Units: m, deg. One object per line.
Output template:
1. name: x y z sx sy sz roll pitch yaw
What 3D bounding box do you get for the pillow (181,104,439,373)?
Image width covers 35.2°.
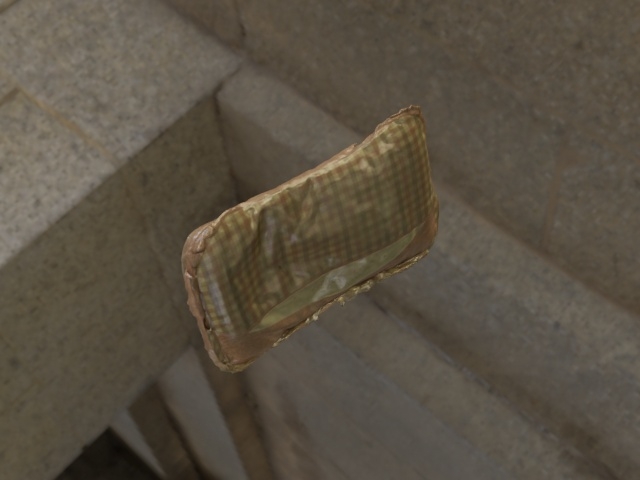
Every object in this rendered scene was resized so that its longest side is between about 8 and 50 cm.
1. pillow: 0.000 0.002 0.703 0.034 0.211 0.135 39 153 41
